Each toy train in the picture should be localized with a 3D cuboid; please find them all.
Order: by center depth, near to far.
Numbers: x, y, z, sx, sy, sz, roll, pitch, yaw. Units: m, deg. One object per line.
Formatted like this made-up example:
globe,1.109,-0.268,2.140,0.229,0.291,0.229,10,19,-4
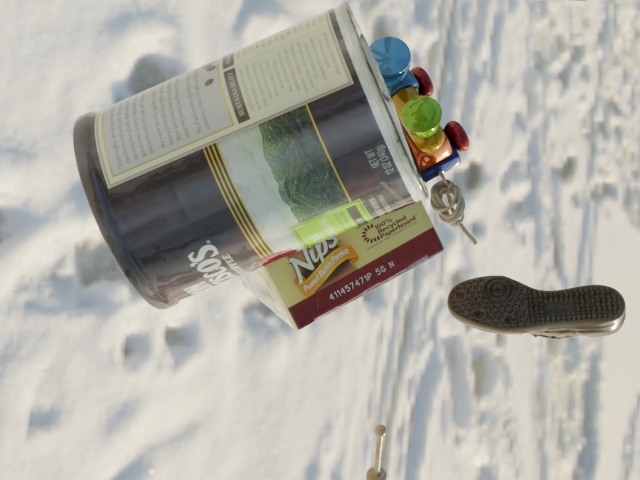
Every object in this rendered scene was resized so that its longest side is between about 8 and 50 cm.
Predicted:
toy train,0.128,-0.121,1.484,0.248,0.105,0.143,60,-4,19

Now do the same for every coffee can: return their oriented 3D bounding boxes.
coffee can,-0.063,-0.079,1.166,0.201,0.275,0.201,-23,90,-82

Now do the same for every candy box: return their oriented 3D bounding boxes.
candy box,0.000,0.000,1.431,0.087,0.183,0.316,64,-9,-11

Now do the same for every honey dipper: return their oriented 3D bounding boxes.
honey dipper,0.083,0.311,1.780,0.160,0.031,0.030,93,17,-47

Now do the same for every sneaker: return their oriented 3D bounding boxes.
sneaker,0.232,0.084,1.342,0.071,0.188,0.066,72,25,-59
